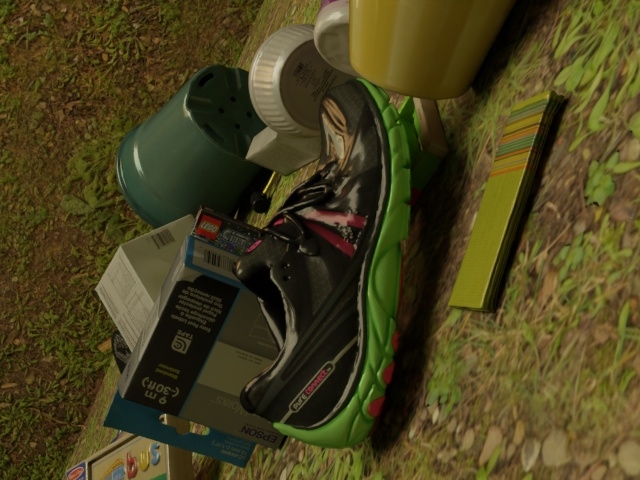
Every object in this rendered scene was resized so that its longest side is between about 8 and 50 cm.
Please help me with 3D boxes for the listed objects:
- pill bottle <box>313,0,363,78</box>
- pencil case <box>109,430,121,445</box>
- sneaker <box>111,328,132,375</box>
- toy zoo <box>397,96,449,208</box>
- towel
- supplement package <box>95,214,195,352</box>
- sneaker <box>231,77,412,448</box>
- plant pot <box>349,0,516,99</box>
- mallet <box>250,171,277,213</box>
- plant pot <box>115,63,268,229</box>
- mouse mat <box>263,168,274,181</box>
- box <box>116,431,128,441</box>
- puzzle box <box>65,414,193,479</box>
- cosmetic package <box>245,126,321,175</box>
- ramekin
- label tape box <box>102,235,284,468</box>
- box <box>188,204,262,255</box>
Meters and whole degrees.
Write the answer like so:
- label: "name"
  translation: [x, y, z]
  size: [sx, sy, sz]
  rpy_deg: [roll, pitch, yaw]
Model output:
- label: "pill bottle"
  translation: [0.101, -0.426, 1.559]
  size: [0.169, 0.169, 0.302]
  rpy_deg: [-37, 34, 62]
- label: "pencil case"
  translation: [-0.377, 0.372, 2.217]
  size: [0.133, 0.119, 0.306]
  rpy_deg: [35, 103, 59]
- label: "sneaker"
  translation: [-0.418, 0.329, 2.428]
  size: [0.123, 0.178, 0.296]
  rpy_deg: [6, 111, 36]
- label: "toy zoo"
  translation: [0.086, -0.063, 1.384]
  size: [0.293, 0.030, 0.192]
  rpy_deg: [-60, 18, 29]
- label: "towel"
  translation: [0.193, -0.039, 1.016]
  size: [0.102, 0.021, 0.237]
  rpy_deg: [170, 120, -79]
- label: "supplement package"
  translation: [-0.369, 0.108, 2.250]
  size: [0.199, 0.198, 0.263]
  rpy_deg: [-27, -11, -34]
- label: "sneaker"
  translation: [0.000, 0.000, 1.162]
  size: [0.185, 0.202, 0.483]
  rpy_deg: [100, 177, -62]
- label: "plant pot"
  translation: [0.138, -0.317, 1.195]
  size: [0.254, 0.253, 0.239]
  rpy_deg: [-93, 13, -57]
- label: "mallet"
  translation: [-0.103, -0.150, 2.150]
  size: [0.190, 0.039, 0.062]
  rpy_deg: [-62, 19, 7]
- label: "plant pot"
  translation: [-0.270, -0.228, 2.307]
  size: [0.334, 0.341, 0.341]
  rpy_deg: [-40, 31, 48]
- label: "mouse mat"
  translation: [-0.086, -0.233, 2.247]
  size: [0.190, 0.007, 0.152]
  rpy_deg: [-71, 15, -11]
- label: "box"
  translation: [-0.376, 0.500, 2.024]
  size: [0.149, 0.126, 0.232]
  rpy_deg: [-63, 16, 18]
- label: "puzzle box"
  translation: [-0.360, 0.505, 1.790]
  size: [0.409, 0.052, 0.272]
  rpy_deg: [-35, 52, 41]
- label: "cosmetic package"
  translation: [-0.073, -0.194, 1.977]
  size: [0.239, 0.098, 0.061]
  rpy_deg: [-15, 55, 70]
- label: "ramekin"
  translation: [-0.015, -0.278, 1.712]
  size: [0.207, 0.207, 0.109]
  rpy_deg: [-68, 25, 3]
- label: "label tape box"
  translation: [-0.151, 0.198, 1.426]
  size: [0.348, 0.249, 0.115]
  rpy_deg: [-63, 16, 18]
- label: "box"
  translation: [-0.107, 0.063, 1.488]
  size: [0.044, 0.233, 0.159]
  rpy_deg: [-125, 57, -76]
